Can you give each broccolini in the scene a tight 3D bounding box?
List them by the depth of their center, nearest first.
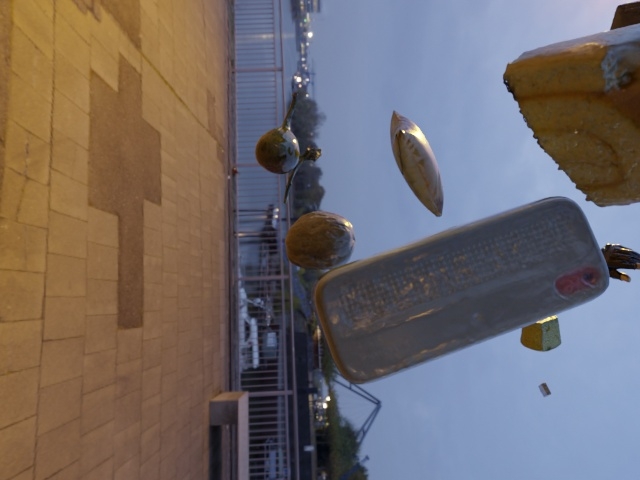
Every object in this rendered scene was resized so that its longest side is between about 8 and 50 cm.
[{"bbox_3d":[-0.066,-0.197,1.191,0.194,0.052,0.054,-52,179,18],"label":"broccolini"}]

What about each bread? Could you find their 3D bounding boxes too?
[{"bbox_3d":[0.613,-0.292,0.841,0.395,0.239,0.264,49,-21,-6],"label":"bread"},{"bbox_3d":[0.755,0.315,1.405,0.111,0.129,0.115,15,-68,59],"label":"bread"}]

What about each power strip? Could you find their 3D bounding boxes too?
[{"bbox_3d":[0.748,0.498,1.354,0.090,0.016,0.040,53,18,-58],"label":"power strip"}]

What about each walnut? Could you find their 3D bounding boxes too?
[{"bbox_3d":[0.000,0.000,1.601,0.227,0.282,0.283,83,3,-57],"label":"walnut"}]

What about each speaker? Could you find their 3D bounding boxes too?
[{"bbox_3d":[0.188,0.073,0.615,0.184,0.405,0.184,79,-8,-81],"label":"speaker"}]

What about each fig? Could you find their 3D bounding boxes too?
[{"bbox_3d":[-0.106,-0.302,1.137,0.124,0.124,0.237,94,8,-79],"label":"fig"}]

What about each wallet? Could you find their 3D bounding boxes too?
[{"bbox_3d":[0.751,-0.473,0.963,0.025,0.124,0.245,35,73,-48],"label":"wallet"}]

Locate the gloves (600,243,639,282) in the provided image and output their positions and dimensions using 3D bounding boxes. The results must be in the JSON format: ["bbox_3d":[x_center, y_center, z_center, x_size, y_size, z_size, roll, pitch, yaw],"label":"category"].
[{"bbox_3d":[1.140,0.080,1.518,0.106,0.129,0.180,53,-10,-8],"label":"gloves"}]

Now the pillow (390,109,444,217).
[{"bbox_3d":[0.313,-0.263,1.336,0.312,0.119,0.310,57,22,-23],"label":"pillow"}]
